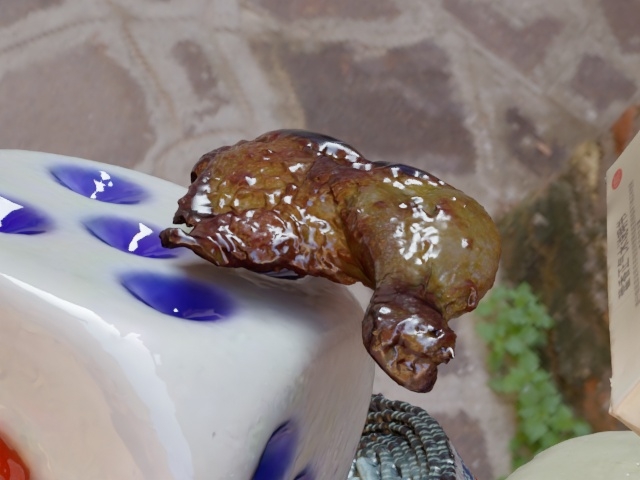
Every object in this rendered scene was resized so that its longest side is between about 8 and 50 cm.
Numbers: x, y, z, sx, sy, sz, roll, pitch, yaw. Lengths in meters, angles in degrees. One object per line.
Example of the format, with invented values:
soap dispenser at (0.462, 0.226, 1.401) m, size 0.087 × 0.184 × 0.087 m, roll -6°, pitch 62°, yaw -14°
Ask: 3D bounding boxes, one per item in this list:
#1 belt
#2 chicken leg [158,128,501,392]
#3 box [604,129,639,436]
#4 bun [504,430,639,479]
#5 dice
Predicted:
belt at (0.072, 0.291, 1.470) m, size 0.207 × 0.295 × 0.160 m, roll -34°, pitch 108°, yaw -1°
chicken leg at (0.012, -0.001, 0.882) m, size 0.177 × 0.083 × 0.322 m, roll -12°, pitch 25°, yaw -37°
box at (0.196, -0.019, 0.602) m, size 0.095 × 0.168 × 0.212 m, roll 32°, pitch 29°, yaw -7°
bun at (0.194, 0.305, 0.952) m, size 0.235 × 0.326 × 0.361 m, roll -16°, pitch 78°, yaw 13°
dice at (-0.153, 0.116, 0.987) m, size 0.304 × 0.276 × 0.304 m, roll 21°, pitch 18°, yaw 16°
